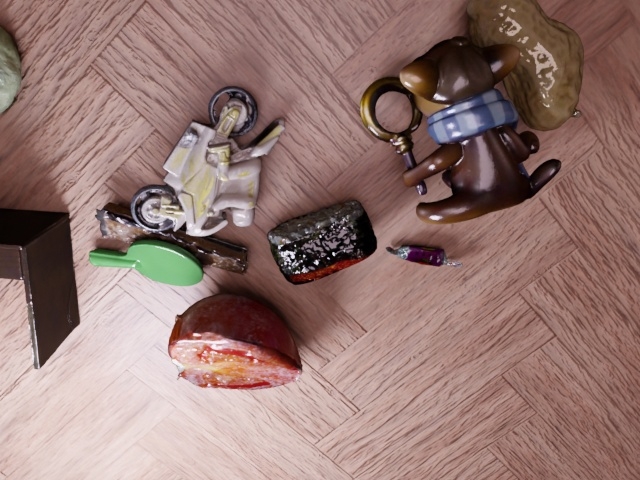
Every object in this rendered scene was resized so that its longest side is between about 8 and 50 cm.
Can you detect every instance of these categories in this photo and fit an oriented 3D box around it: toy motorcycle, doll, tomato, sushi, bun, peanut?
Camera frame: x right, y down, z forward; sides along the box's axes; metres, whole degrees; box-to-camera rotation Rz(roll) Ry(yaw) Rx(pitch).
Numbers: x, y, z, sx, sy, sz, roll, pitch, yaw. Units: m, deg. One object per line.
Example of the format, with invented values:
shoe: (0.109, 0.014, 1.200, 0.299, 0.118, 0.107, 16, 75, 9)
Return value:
toy motorcycle: (-0.203, -0.127, 0.954, 0.223, 0.108, 0.340, 35, 96, -22)
doll: (0.260, -0.198, 0.896, 0.318, 0.209, 0.340, -20, 107, 8)
tomato: (-0.183, 0.212, 1.057, 0.309, 0.170, 0.309, -1, 147, -1)
sushi: (0.000, 0.000, 1.001, 0.225, 0.136, 0.126, -23, 107, 14)
bun: (-0.669, -0.322, 0.862, 0.212, 0.126, 0.204, 20, 107, -8)
peanut: (0.389, -0.349, 0.882, 0.159, 0.143, 0.291, -44, 103, -19)

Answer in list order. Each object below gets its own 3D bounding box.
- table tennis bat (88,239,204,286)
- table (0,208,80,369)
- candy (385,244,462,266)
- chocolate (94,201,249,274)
table tennis bat: (-0.378, 0.047, 1.033, 0.257, 0.039, 0.160, 5, 142, 7)
table: (-0.672, 0.094, 0.980, 0.250, 0.196, 0.282, 5, 111, -5)
candy: (0.231, 0.033, 1.066, 0.175, 0.045, 0.043, 10, 97, -6)
chocolate: (-0.311, -0.001, 1.024, 0.329, 0.065, 0.102, 20, 144, -8)
